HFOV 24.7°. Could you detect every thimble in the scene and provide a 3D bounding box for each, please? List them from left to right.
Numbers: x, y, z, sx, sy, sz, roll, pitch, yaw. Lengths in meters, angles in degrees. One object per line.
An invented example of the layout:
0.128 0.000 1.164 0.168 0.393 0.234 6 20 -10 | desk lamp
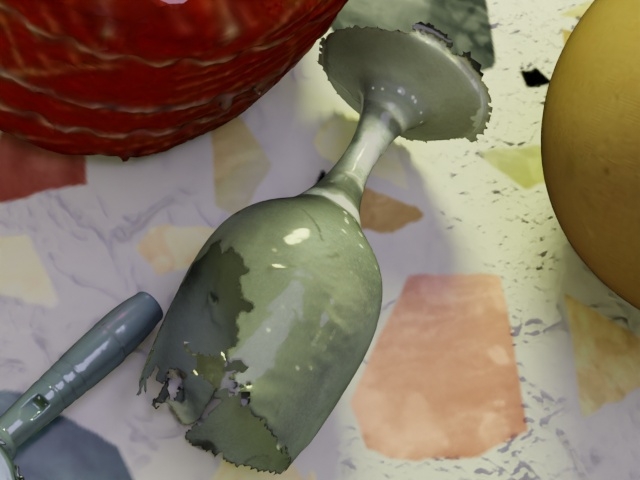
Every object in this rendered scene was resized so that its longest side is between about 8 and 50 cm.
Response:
-0.123 -0.241 1.003 0.350 0.230 0.350 7 68 -17 | thimble

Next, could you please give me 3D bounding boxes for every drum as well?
-0.186 0.136 0.925 0.253 0.049 0.130 -26 79 -26 | drum

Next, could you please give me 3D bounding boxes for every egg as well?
0.330 -0.091 1.058 0.374 0.301 0.301 -34 83 -29 | egg

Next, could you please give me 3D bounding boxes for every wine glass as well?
0.000 0.000 0.998 0.143 0.143 0.321 31 62 -5 | wine glass
